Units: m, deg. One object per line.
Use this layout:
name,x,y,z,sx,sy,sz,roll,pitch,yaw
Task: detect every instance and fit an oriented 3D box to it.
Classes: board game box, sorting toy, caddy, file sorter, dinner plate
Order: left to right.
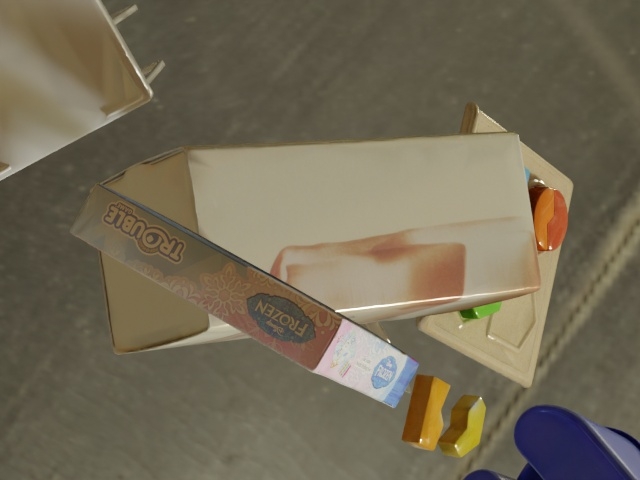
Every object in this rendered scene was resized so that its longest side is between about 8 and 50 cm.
file sorter,-0.293,-0.226,1.515,0.193,0.173,0.277,-26,102,12
board game box,-0.021,0.019,0.505,0.020,0.090,0.090,-61,159,-1
dinner plate,0.074,0.131,2.018,0.017,0.141,0.141,-26,109,-6
sorting toy,0.161,0.054,1.479,0.229,0.041,0.307,32,67,-52
caddy,0.324,0.360,1.954,0.179,0.341,0.241,30,105,-39

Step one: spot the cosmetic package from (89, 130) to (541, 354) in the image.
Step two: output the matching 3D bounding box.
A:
cosmetic package,0.000,0.000,1.189,0.296,0.153,0.129,-5,83,-33
